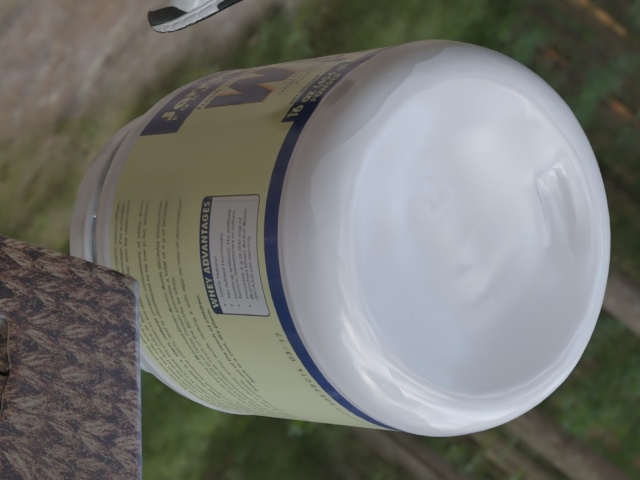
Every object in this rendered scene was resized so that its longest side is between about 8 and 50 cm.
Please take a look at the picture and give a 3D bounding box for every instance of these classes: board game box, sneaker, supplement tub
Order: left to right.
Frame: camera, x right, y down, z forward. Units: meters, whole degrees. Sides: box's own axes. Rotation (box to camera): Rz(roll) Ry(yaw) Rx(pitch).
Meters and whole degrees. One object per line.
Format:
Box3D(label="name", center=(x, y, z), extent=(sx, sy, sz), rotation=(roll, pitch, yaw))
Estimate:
Box3D(label="board game box", center=(-0.199, 0.170, 0.900), extent=(0.232, 0.141, 0.291), rotation=(-99, -148, -59))
Box3D(label="sneaker", center=(-0.064, -0.159, 1.165), extent=(0.109, 0.044, 0.040), rotation=(-24, -171, 31))
Box3D(label="supplement tub", center=(0.000, 0.000, 1.248), extent=(0.325, 0.235, 0.235), rotation=(-1, -135, 55))
